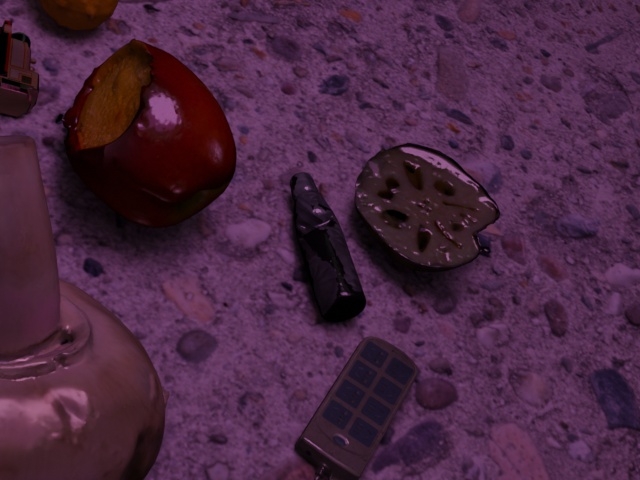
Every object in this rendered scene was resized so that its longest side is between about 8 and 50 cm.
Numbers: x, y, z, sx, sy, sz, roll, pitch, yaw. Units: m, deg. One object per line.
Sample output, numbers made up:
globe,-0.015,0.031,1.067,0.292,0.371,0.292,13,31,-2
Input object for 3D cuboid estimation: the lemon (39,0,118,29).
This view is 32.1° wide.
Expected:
lemon,-0.324,-0.346,1.470,0.114,0.114,0.155,-1,51,-29

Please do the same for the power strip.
power strip,0.042,0.193,1.259,0.080,0.029,0.227,35,44,2

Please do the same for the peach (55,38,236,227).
peach,-0.207,-0.129,1.290,0.196,0.190,0.226,-30,77,-33

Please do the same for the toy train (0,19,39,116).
toy train,-0.390,-0.216,1.366,0.087,0.050,0.138,13,46,-25

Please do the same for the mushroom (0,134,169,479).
mushroom,-0.310,0.110,0.972,0.356,0.315,0.315,54,45,-5

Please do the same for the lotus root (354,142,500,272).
lotus root,0.132,-0.029,1.474,0.183,0.078,0.204,-23,61,-27

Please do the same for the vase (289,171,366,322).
vase,0.000,0.000,1.383,0.059,0.060,0.211,1,52,-28
